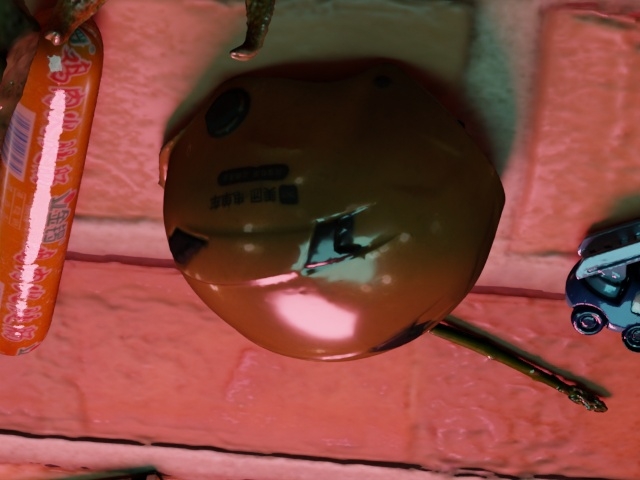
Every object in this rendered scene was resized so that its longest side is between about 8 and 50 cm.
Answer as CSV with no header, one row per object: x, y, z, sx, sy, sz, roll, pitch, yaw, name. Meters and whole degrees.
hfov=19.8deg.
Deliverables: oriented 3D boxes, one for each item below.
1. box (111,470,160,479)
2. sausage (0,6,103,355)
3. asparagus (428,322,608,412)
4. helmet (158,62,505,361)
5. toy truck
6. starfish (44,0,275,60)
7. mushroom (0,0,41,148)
-0.222,0.252,1.522,0.247,0.033,0.129,-9,139,18,box
-0.181,-0.027,1.161,0.053,0.053,0.348,12,140,-7,sausage
0.139,0.088,1.291,0.166,0.013,0.016,25,95,-23,asparagus
0.000,0.000,1.114,0.224,0.130,0.198,-14,133,24,helmet
0.201,0.019,1.173,0.073,0.056,0.090,18,127,-3,toy truck
-0.079,-0.164,0.965,0.146,0.074,0.190,25,137,-20,starfish
-0.262,-0.187,0.935,0.292,0.212,0.217,21,95,0,mushroom
